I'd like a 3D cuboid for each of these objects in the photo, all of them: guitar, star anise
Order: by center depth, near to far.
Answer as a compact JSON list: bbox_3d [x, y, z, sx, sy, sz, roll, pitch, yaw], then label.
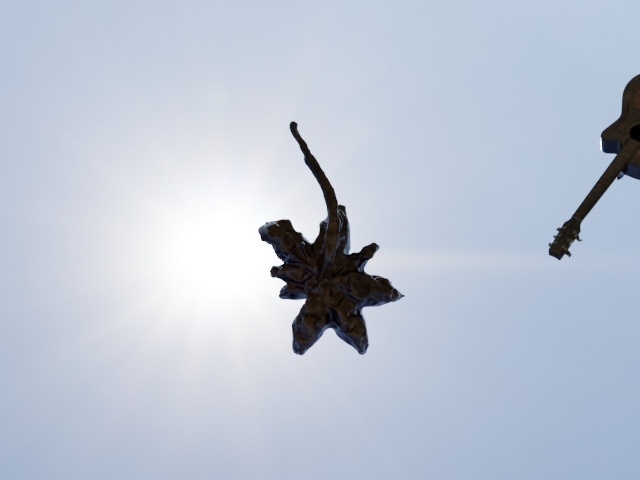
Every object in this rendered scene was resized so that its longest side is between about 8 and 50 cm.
[{"bbox_3d":[0.000,0.000,1.221,0.070,0.097,0.191,55,-164,-79],"label":"star anise"},{"bbox_3d":[0.282,-0.068,1.447,0.088,0.025,0.233,27,-114,29],"label":"guitar"}]
